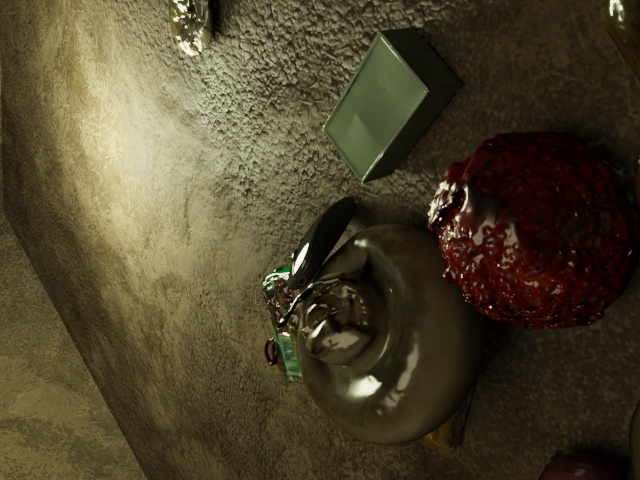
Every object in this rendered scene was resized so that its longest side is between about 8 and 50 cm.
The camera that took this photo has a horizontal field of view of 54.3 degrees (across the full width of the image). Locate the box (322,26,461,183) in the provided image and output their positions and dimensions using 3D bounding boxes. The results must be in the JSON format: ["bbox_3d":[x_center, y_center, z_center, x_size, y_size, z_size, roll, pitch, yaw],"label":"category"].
[{"bbox_3d":[0.111,-0.218,1.033,0.129,0.086,0.225,56,140,17],"label":"box"}]

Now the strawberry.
[{"bbox_3d":[0.259,-0.010,0.802,0.274,0.220,0.274,5,100,32],"label":"strawberry"}]

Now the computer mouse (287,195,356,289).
[{"bbox_3d":[-0.001,-0.001,1.155,0.057,0.232,0.120,33,133,4],"label":"computer mouse"}]

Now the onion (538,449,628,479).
[{"bbox_3d":[0.404,0.389,0.886,0.195,0.160,0.159,-9,98,49],"label":"onion"}]

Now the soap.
[{"bbox_3d":[-0.036,0.192,1.382,0.218,0.098,0.273,-9,98,52],"label":"soap"}]

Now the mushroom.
[{"bbox_3d":[0.084,0.144,1.019,0.362,0.295,0.362,-26,56,46],"label":"mushroom"}]

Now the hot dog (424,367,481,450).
[{"bbox_3d":[0.221,0.290,1.133,0.084,0.073,0.242,38,132,42],"label":"hot dog"}]

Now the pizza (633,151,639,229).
[{"bbox_3d":[0.455,-0.037,0.732,0.176,0.036,0.184,19,120,45],"label":"pizza"}]

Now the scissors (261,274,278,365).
[{"bbox_3d":[-0.106,0.209,1.542,0.144,0.017,0.247,10,112,48],"label":"scissors"}]

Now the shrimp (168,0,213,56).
[{"bbox_3d":[-0.272,-0.532,1.387,0.164,0.062,0.317,58,145,8],"label":"shrimp"}]

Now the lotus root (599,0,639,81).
[{"bbox_3d":[0.399,-0.266,0.637,0.119,0.138,0.235,52,134,7],"label":"lotus root"}]

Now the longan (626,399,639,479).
[{"bbox_3d":[0.467,0.253,0.633,0.319,0.319,0.318,24,123,43],"label":"longan"}]
